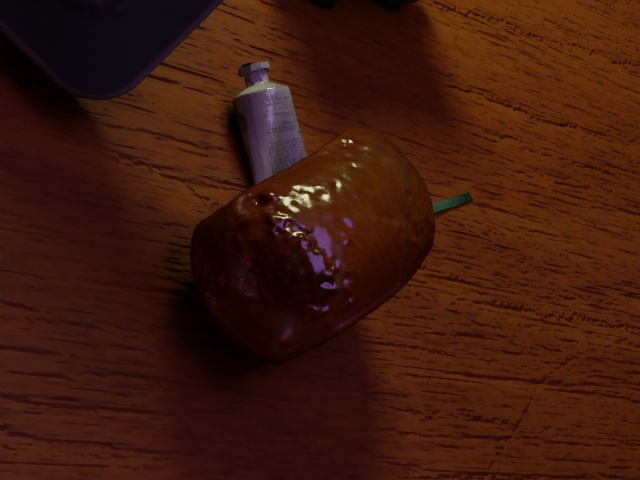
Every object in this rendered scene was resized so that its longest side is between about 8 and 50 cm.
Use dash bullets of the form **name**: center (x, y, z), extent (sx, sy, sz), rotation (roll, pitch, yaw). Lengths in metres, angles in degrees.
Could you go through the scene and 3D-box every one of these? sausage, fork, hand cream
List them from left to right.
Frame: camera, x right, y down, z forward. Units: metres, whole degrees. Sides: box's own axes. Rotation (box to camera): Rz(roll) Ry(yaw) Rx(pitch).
- **hand cream**: center (-0.046, -0.095, 1.234), extent (0.084, 0.053, 0.142), rotation (-16, 93, -51)
- **sausage**: center (0.001, 0.001, 1.122), extent (0.141, 0.153, 0.268), rotation (56, 37, -2)
- **fork**: center (0.102, -0.033, 1.367), extent (0.235, 0.021, 0.039), rotation (-18, 82, -51)

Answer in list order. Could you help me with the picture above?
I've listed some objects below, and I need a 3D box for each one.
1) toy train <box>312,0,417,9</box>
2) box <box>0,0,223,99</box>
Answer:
- **toy train**: center (0.077, -0.323, 1.431), extent (0.269, 0.154, 0.115), rotation (2, 66, -48)
- **box**: center (-0.174, -0.350, 1.035), extent (0.367, 0.373, 0.090), rotation (45, -2, -17)
